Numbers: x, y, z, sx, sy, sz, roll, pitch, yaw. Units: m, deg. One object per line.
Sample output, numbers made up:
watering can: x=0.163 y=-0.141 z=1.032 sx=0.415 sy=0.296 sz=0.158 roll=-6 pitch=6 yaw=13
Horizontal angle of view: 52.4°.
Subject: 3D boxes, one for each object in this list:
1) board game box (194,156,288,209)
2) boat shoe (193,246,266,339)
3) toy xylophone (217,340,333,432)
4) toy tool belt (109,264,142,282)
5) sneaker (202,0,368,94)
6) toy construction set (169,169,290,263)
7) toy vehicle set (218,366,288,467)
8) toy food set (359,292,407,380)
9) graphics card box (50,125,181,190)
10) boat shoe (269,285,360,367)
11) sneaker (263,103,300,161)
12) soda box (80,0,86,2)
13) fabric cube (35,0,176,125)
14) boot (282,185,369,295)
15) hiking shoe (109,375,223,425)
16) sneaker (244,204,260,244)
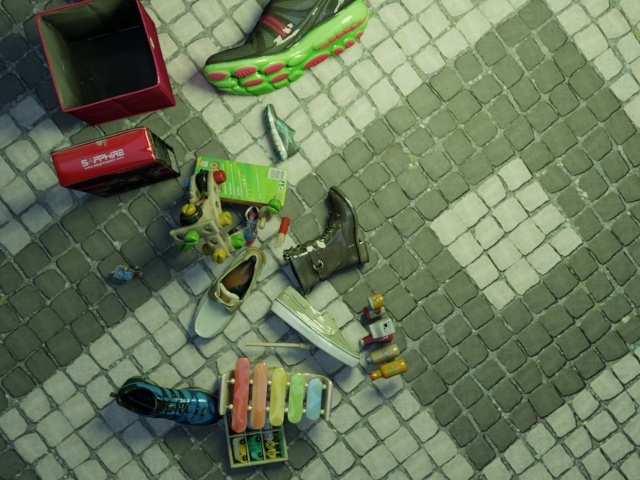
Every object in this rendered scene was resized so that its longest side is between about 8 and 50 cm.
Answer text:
board game box: x=-0.226 y=-0.162 z=1.829 sx=0.259 sy=0.039 sz=0.124 roll=10 pitch=61 yaw=-5
boat shoe: x=-0.263 y=0.147 z=1.824 sx=0.113 sy=0.103 sz=0.302 roll=32 pitch=90 yaw=-3
toy xylophone: x=-0.126 y=0.400 z=1.810 sx=0.322 sy=0.081 sz=0.237 roll=-4 pitch=91 yaw=-3
toy tool belt: x=-0.548 y=0.093 z=1.835 sx=0.083 sy=0.051 sz=0.052 roll=6 pitch=91 yaw=-3
sneaker: x=-0.107 y=-0.561 z=1.805 sx=0.482 sy=0.185 sz=0.202 roll=-27 pitch=74 yaw=-5
toy construction set: x=-0.246 y=-0.024 z=1.699 sx=0.308 sy=0.237 sz=0.258 roll=6 pitch=124 yaw=2
toy vehicle set: x=-0.192 y=0.506 z=1.868 sx=0.165 sy=0.035 sz=0.267 roll=-8 pitch=92 yaw=-3
toy food set: x=0.155 y=0.271 z=1.842 sx=0.104 sy=0.111 sz=0.233 roll=-20 pitch=95 yaw=-3
graphics card box: x=-0.508 y=-0.194 z=1.673 sx=0.232 sy=0.371 sz=0.094 roll=-17 pitch=92 yaw=-3
boat shoe: x=-0.002 y=0.244 z=1.839 sx=0.302 sy=0.109 sz=0.094 roll=36 pitch=87 yaw=0
sneaker: x=-0.109 y=-0.312 z=1.852 sx=0.076 sy=0.065 sz=0.167 roll=-20 pitch=95 yaw=-19
soda box: x=-0.583 y=-0.700 z=1.812 sx=0.181 sy=0.061 sz=0.058 roll=-5 pitch=92 yaw=-3
fabric cube: x=-0.551 y=-0.469 z=1.722 sx=0.258 sy=0.258 sz=0.254 roll=-15 pitch=91 yaw=-2
boot: x=0.000 y=0.000 z=1.827 sx=0.228 sy=0.091 sz=0.263 roll=-21 pitch=94 yaw=-10
hiking shoe: x=-0.419 y=0.462 z=1.801 sx=0.303 sy=0.132 sz=0.113 roll=10 pitch=92 yaw=2
sneaker: x=-0.195 y=-0.046 z=1.841 sx=0.042 sy=0.067 sz=0.119 roll=8 pitch=91 yaw=-3
